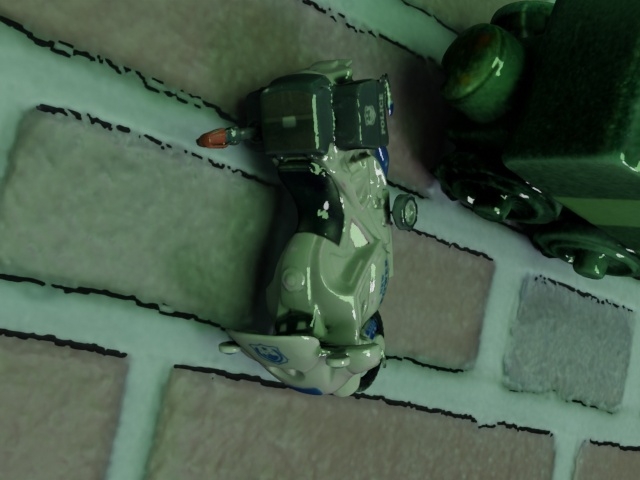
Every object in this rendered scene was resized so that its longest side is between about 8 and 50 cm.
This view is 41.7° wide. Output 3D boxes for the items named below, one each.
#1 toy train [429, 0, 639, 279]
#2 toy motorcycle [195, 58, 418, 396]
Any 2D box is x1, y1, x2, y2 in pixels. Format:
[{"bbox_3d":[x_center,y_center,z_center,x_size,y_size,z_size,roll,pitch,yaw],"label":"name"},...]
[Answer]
[{"bbox_3d":[0.228,-0.065,0.593,0.299,0.238,0.167,25,80,-34],"label":"toy train"},{"bbox_3d":[0.000,0.000,0.519,0.150,0.102,0.221,-17,106,-56],"label":"toy motorcycle"}]
